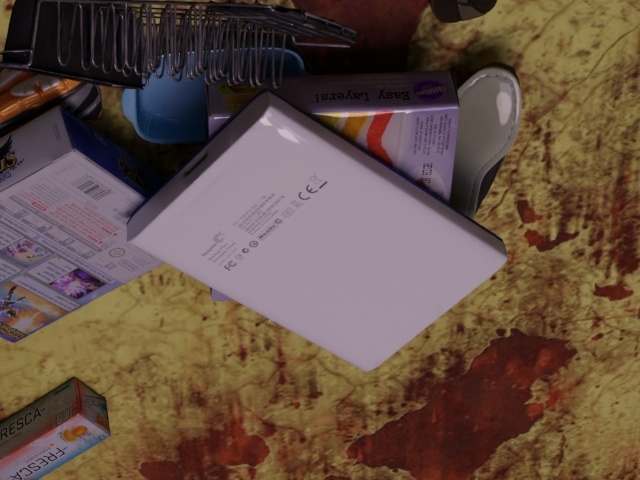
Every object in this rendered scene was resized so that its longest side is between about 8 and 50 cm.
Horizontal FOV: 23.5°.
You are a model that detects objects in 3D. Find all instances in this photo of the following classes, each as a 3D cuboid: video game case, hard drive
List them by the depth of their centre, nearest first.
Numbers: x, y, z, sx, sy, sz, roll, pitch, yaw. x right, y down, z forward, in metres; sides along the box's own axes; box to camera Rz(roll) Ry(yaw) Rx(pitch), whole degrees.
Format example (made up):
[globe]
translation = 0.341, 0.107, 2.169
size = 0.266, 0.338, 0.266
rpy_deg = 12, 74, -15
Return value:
[hard drive]
translation = 0.000, 0.000, 1.513
size = 0.319, 0.040, 0.210
rpy_deg = 31, 122, -32
[video game case]
translation = -0.283, -0.008, 1.517
size = 0.244, 0.061, 0.269
rpy_deg = -28, 153, 12

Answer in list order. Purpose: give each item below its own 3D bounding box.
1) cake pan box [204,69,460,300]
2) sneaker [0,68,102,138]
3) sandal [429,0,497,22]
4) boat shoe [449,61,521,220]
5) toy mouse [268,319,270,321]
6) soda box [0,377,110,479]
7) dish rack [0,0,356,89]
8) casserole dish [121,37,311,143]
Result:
[cake pan box]
translation = 0.006, -0.048, 1.543
size = 0.246, 0.070, 0.267
rpy_deg = 0, 134, -5
[sneaker]
translation = -0.303, -0.109, 1.454
size = 0.215, 0.084, 0.083
rpy_deg = -22, 140, 6
[sandal]
translation = 0.134, -0.287, 1.419
size = 0.090, 0.060, 0.219
rpy_deg = -8, 150, 1
[boat shoe]
translation = 0.155, -0.099, 1.601
size = 0.081, 0.068, 0.227
rpy_deg = 22, 129, 4
[toy mouse]
translation = 0.010, 0.049, 1.730
size = 0.161, 0.031, 0.143
rpy_deg = -18, 136, 2
[soda box]
translation = -0.336, 0.237, 1.802
size = 0.183, 0.058, 0.063
rpy_deg = -31, 134, 16
[dish rack]
translation = -0.112, -0.168, 1.310
size = 0.272, 0.074, 0.208
rpy_deg = 5, -177, 21
[casserole dish]
translation = -0.101, -0.150, 1.499
size = 0.188, 0.037, 0.114
rpy_deg = -4, 135, -10
